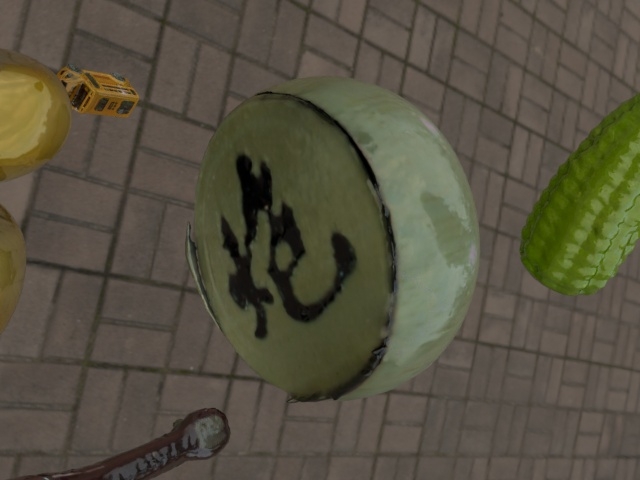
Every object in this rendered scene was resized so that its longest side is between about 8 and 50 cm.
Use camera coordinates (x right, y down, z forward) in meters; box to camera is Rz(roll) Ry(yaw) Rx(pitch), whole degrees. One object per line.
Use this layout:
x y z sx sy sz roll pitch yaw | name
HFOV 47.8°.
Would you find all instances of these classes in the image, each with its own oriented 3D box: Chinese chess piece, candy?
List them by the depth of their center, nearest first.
0.249 -0.043 0.627 0.097 0.097 0.209 -27 148 -36 | candy
0.000 0.000 0.780 0.147 0.349 0.349 -12 101 -42 | Chinese chess piece

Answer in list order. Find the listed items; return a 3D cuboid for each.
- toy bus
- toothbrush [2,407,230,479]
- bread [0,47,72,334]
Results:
-0.421 -0.273 1.346 0.069 0.074 0.162 -49 161 23 | toy bus
-0.130 0.103 0.213 0.364 0.041 0.040 -7 98 -65 | toothbrush
-0.376 -0.071 0.423 0.329 0.424 0.245 -50 163 -68 | bread
